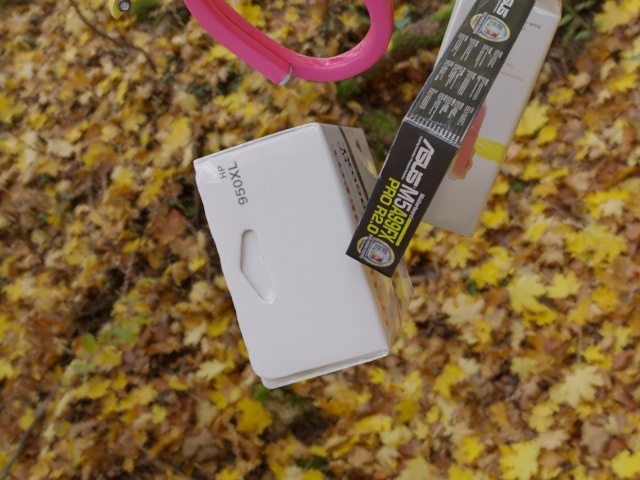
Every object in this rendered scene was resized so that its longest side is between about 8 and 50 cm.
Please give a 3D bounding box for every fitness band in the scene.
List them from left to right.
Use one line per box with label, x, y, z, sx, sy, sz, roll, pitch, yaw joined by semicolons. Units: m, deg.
fitness band;-0.042;-0.304;1.039;0.209;0.291;0.054;-32;37;39

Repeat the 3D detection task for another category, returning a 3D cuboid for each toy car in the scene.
toy car;-0.277;-0.502;1.425;0.225;0.053;0.239;-8;48;60

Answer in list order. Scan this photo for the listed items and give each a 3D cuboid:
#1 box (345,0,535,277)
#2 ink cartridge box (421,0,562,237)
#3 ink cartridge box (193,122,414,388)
box;0.128;-0.121;0.889;0.270;0.060;0.216;-59;-6;-39
ink cartridge box;0.264;-0.236;1.415;0.279;0.160;0.385;-55;-15;-64
ink cartridge box;0.000;0.000;1.128;0.166;0.285;0.395;-17;3;12
